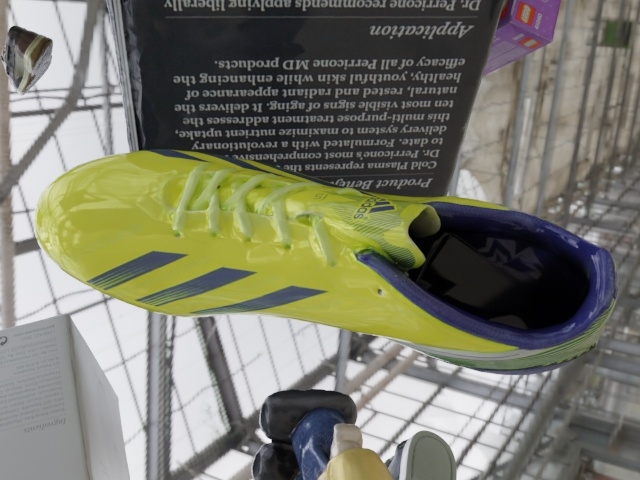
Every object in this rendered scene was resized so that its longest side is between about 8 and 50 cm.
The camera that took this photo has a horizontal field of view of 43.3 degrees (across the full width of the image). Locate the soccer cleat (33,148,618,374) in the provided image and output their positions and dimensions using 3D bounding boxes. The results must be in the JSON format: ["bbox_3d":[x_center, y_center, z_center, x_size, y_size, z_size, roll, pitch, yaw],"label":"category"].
[{"bbox_3d":[0.001,-0.001,0.395,0.121,0.289,0.093,104,178,-72],"label":"soccer cleat"}]

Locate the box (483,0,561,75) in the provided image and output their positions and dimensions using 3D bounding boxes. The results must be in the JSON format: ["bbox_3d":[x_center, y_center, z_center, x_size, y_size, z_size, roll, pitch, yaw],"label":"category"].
[{"bbox_3d":[0.181,-0.286,0.937,0.293,0.057,0.200,-13,60,69],"label":"box"}]

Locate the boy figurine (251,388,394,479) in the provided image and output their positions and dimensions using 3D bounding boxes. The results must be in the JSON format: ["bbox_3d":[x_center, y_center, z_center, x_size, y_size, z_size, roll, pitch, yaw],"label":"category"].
[{"bbox_3d":[0.009,0.221,0.539,0.285,0.092,0.177,-109,27,-67],"label":"boy figurine"}]

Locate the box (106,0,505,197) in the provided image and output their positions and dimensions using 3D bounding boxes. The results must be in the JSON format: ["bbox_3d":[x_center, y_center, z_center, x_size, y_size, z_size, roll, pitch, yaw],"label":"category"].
[{"bbox_3d":[-0.040,-0.277,0.777,0.471,0.298,0.479,100,166,-50],"label":"box"}]

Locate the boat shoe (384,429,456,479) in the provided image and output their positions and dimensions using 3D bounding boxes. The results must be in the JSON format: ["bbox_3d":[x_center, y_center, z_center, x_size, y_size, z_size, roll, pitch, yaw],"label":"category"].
[{"bbox_3d":[0.109,0.392,1.040,0.091,0.114,0.302,-51,8,43],"label":"boat shoe"}]

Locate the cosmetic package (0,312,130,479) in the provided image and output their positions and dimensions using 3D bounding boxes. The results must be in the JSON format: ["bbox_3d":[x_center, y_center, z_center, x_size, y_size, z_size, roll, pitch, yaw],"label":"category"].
[{"bbox_3d":[-0.259,0.227,0.751,0.224,0.138,0.224,91,162,-59],"label":"cosmetic package"}]

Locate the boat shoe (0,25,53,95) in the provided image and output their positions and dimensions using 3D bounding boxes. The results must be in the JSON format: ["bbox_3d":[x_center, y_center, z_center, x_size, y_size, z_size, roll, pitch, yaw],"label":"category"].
[{"bbox_3d":[-0.354,-0.219,0.963,0.049,0.152,0.056,39,-114,-15],"label":"boat shoe"}]
